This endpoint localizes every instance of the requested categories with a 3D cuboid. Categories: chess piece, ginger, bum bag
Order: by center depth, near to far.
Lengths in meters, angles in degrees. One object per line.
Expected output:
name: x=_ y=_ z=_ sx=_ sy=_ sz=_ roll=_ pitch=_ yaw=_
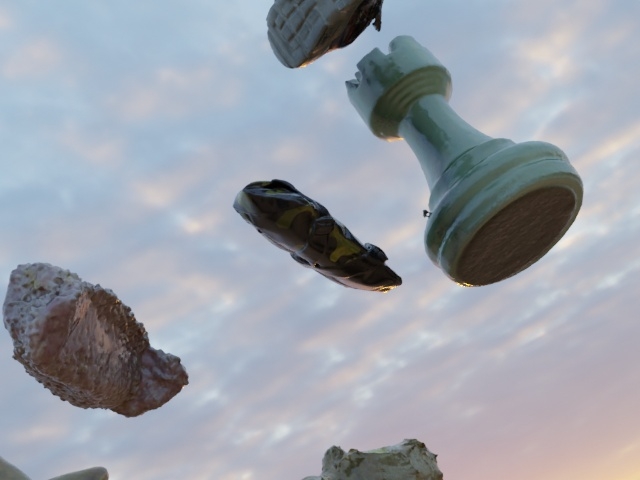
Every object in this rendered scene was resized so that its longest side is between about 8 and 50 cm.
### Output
bum bag: x=0.000 y=0.000 z=1.071 sx=0.106 sy=0.060 sz=0.232 roll=-2 pitch=-27 yaw=46
ginger: x=0.071 y=0.299 z=1.095 sx=0.216 sy=0.157 sz=0.102 roll=-9 pitch=-7 yaw=-20
chess piece: x=0.153 y=-0.109 z=1.164 sx=0.194 sy=0.299 sz=0.194 roll=-23 pitch=-33 yaw=-16

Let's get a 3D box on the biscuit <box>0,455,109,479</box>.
biscuit: x=-0.439 y=0.400 z=1.474 sx=0.208 sy=0.164 sz=0.047 roll=7 pitch=-45 yaw=2

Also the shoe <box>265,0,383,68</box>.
shoe: x=0.040 y=-0.282 z=1.086 sx=0.125 sy=0.099 sz=0.227 roll=-9 pitch=-30 yaw=-48

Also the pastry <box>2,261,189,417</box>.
pastry: x=-0.231 y=0.101 z=0.947 sx=0.103 sy=0.112 sz=0.265 roll=-66 pitch=-25 yaw=-20
